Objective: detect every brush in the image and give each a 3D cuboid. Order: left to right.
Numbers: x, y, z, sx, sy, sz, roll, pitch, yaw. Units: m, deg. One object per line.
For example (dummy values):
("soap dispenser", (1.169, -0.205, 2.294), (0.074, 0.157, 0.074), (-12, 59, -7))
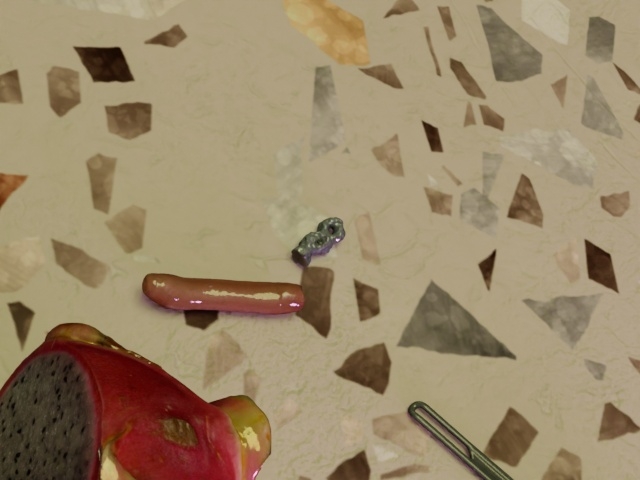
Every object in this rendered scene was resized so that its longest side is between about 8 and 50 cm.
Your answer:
("brush", (0.206, 0.271, 1.206), (0.266, 0.027, 0.062), (40, 55, 4))

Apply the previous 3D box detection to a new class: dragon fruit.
("dragon fruit", (-0.166, 0.239, 0.931), (0.226, 0.305, 0.305), (21, 53, -36))

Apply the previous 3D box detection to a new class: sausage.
("sausage", (-0.109, 0.061, 1.195), (0.186, 0.043, 0.043), (5, 60, -19))

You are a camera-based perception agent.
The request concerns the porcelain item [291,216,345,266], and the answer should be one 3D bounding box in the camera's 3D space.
("porcelain item", (0.000, 0.000, 1.283), (0.036, 0.028, 0.083), (42, 54, 8))
